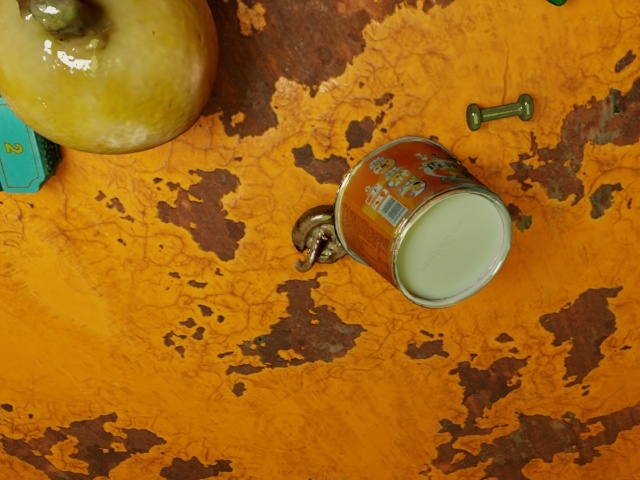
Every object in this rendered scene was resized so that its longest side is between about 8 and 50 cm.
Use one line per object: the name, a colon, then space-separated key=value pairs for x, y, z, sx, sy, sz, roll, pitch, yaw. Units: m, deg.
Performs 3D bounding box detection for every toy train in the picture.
toy train: x=-0.570 y=-0.183 z=0.864 sx=0.163 sy=0.112 sz=0.203 roll=0 pitch=124 yaw=-8

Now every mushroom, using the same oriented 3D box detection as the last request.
mushroom: x=0.000 y=0.000 z=1.009 sx=0.135 sy=0.080 sz=0.170 roll=36 pitch=107 yaw=-16

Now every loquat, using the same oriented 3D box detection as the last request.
loquat: x=-0.308 y=-0.285 z=0.676 sx=0.329 sy=0.359 sz=0.328 roll=-1 pitch=100 yaw=-9

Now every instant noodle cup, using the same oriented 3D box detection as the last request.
instant noodle cup: x=0.190 y=-0.024 z=0.884 sx=0.297 sy=0.214 sz=0.296 roll=-7 pitch=117 yaw=-14

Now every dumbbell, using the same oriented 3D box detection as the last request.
dumbbell: x=0.333 y=-0.239 z=0.893 sx=0.118 sy=0.046 sz=0.052 roll=-9 pitch=117 yaw=5

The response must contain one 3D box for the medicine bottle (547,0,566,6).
medicine bottle: x=0.439 y=-0.492 z=0.730 sx=0.095 sy=0.064 sz=0.260 roll=24 pitch=119 yaw=-16
